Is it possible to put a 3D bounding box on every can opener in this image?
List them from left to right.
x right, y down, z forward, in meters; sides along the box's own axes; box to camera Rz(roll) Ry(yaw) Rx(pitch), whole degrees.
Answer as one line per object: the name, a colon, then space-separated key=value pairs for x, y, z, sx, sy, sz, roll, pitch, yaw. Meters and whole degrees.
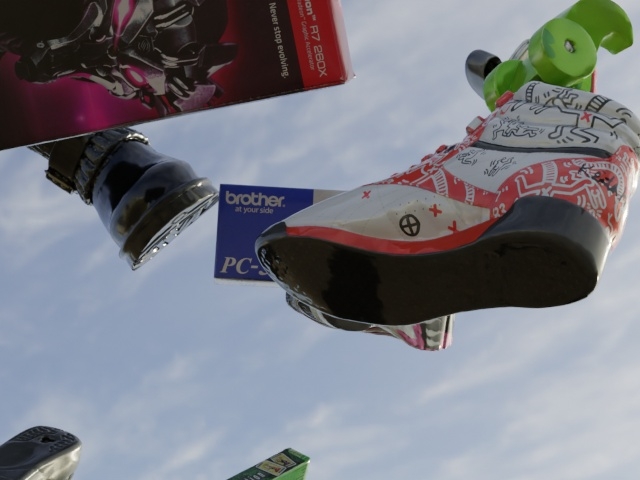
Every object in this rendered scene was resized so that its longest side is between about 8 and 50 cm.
can opener: x=0.259 y=-0.165 z=1.476 sx=0.283 sy=0.095 sz=0.076 roll=25 pitch=-86 yaw=-57

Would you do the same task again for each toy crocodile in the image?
toy crocodile: x=0.207 y=-0.098 z=1.190 sx=0.105 sy=0.340 sz=0.115 roll=29 pitch=-31 yaw=-12

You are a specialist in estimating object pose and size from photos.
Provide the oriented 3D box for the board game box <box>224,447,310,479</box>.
board game box: x=-0.104 y=0.264 z=0.984 sx=0.030 sy=0.136 sz=0.260 roll=21 pitch=21 yaw=31

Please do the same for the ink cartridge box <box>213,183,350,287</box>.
ink cartridge box: x=0.000 y=0.000 z=1.250 sx=0.207 sy=0.097 sz=0.046 roll=3 pitch=-11 yaw=-2

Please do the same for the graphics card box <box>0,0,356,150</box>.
graphics card box: x=-0.172 y=-0.215 z=1.094 sx=0.371 sy=0.232 sz=0.094 roll=-10 pitch=9 yaw=6

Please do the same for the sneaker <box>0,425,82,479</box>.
sneaker: x=-0.316 y=0.269 z=1.202 sx=0.087 sy=0.130 sz=0.227 roll=14 pitch=13 yaw=21

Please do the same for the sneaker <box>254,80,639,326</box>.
sneaker: x=0.088 y=-0.026 z=0.835 sx=0.270 sy=0.145 sz=0.090 roll=-5 pitch=-48 yaw=44

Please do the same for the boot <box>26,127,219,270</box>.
boot: x=-0.257 y=-0.099 z=1.459 sx=0.131 sy=0.260 sz=0.348 roll=-43 pitch=7 yaw=-10

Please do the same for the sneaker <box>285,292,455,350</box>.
sneaker: x=0.045 y=0.051 z=1.103 sx=0.178 sy=0.072 sz=0.077 roll=19 pitch=-8 yaw=-40
